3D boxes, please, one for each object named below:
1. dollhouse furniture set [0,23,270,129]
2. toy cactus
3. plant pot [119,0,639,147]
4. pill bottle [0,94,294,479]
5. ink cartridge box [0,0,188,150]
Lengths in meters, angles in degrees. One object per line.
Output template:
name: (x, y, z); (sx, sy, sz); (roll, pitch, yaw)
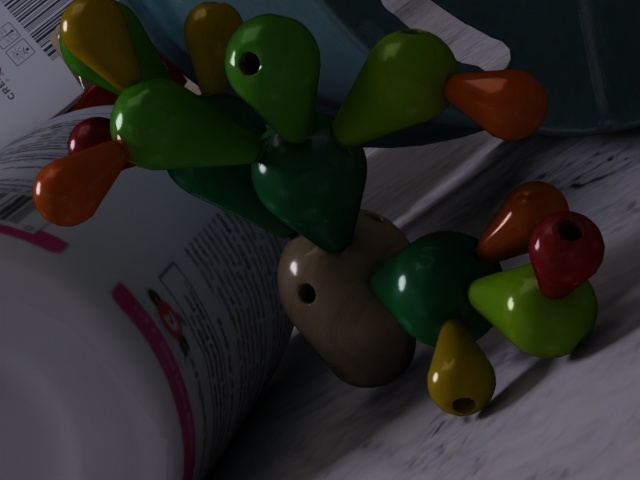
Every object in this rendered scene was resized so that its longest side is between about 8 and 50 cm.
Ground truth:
dollhouse furniture set: (-0.155, 0.019, 1.027); (0.262, 0.135, 0.259); (13, -55, -41)
toy cactus: (0.000, 0.000, 0.621); (0.112, 0.219, 0.180); (-58, -27, -24)
plant pot: (0.066, -0.189, 0.836); (0.341, 0.341, 0.334); (-39, 14, -1)
pill bottle: (-0.099, 0.033, 0.807); (0.160, 0.160, 0.283); (-36, 7, 21)
ink cartridge box: (-0.200, -0.015, 1.237); (0.272, 0.130, 0.309); (-40, -26, -5)
